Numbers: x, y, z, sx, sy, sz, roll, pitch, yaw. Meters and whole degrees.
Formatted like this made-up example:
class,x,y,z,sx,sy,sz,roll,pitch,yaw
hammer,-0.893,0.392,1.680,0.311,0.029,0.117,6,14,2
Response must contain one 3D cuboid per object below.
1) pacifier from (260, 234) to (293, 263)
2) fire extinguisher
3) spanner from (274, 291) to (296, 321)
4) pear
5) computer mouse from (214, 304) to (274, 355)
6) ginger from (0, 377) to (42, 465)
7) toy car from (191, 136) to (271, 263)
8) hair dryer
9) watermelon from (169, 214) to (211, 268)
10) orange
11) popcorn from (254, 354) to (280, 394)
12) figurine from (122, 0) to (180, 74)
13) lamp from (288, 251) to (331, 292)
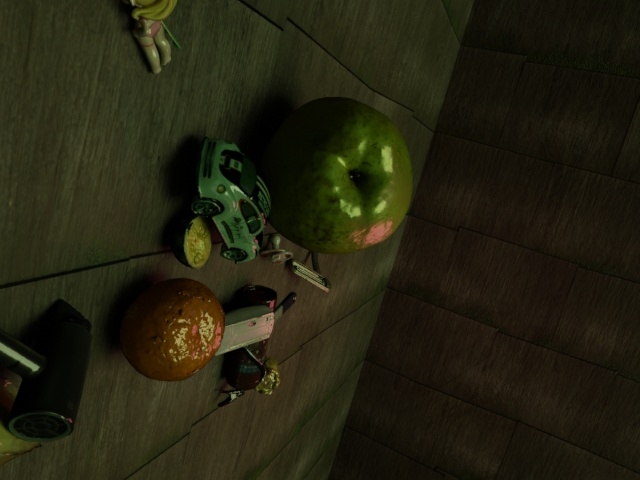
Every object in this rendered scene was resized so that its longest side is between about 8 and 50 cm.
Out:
class,x,y,z,sx,sy,sz,roll,pitch,yaw
pacifier,-0.117,0.022,1.350,0.099,0.082,0.078,47,36,-69
fire extinguisher,-0.202,0.292,1.330,0.142,0.105,0.341,2,111,-33
spanner,-0.150,0.242,1.529,0.316,0.024,0.087,-43,142,-53
pear,0.035,-0.138,1.131,0.391,0.391,0.391,-54,155,-40
computer mouse,-0.194,0.215,1.198,0.199,0.045,0.102,-10,117,-47
ginger,-0.447,0.262,0.655,0.122,0.115,0.193,-45,164,-8
toy car,-0.159,-0.070,0.989,0.305,0.125,0.136,73,15,-57
hair dryer,-0.400,0.119,0.647,0.195,0.078,0.248,-102,167,-47
watermelon,-0.251,0.002,0.956,0.105,0.062,0.105,1,90,-76
orange,-0.272,0.161,0.915,0.193,0.161,0.193,-28,124,-53
popcorn,-0.175,0.412,1.537,0.097,0.089,0.109,8,92,-35
figurine,-0.234,-0.317,0.702,0.083,0.083,0.187,-58,167,-32
lamp,-0.006,0.000,1.605,0.203,0.125,0.283,29,83,-50
